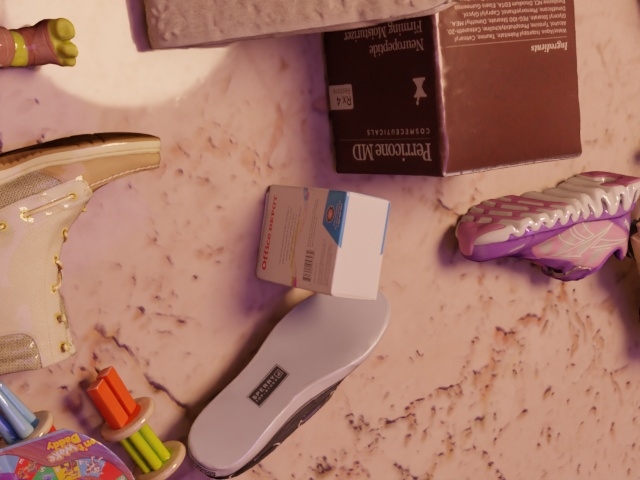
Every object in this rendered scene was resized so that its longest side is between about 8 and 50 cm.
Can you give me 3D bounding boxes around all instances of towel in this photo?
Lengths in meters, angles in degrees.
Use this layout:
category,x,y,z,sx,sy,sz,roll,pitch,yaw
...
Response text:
category,x,y,z,sx,sy,sz,roll,pitch,yaw
towel,-0.017,-0.259,0.861,0.049,0.282,0.187,-31,116,-71

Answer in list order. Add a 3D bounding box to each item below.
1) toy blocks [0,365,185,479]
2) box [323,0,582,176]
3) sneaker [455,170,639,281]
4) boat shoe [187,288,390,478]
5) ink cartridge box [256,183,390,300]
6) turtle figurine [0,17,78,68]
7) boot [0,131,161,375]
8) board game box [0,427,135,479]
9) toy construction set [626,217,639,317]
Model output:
category,x,y,z,sx,sy,sz,roll,pitch,yaw
toy blocks,-0.195,0.154,0.883,0.123,0.054,0.148,-41,114,-22
box,0.116,-0.168,0.981,0.167,0.168,0.203,-10,99,-32
sneaker,0.244,-0.001,1.128,0.236,0.095,0.105,-14,110,-31
boat shoe,-0.025,0.131,0.979,0.080,0.076,0.228,38,69,17
ink cartridge box,0.000,0.000,0.953,0.052,0.122,0.089,9,91,-36
turtle figurine,-0.287,-0.134,0.776,0.217,0.087,0.270,-27,93,-38
boot,-0.211,0.009,0.847,0.213,0.077,0.165,-19,104,-24
board game box,-0.223,0.223,0.840,0.168,0.033,0.133,-18,113,-2
toy construction set,0.452,0.014,1.220,0.215,0.151,0.328,-27,103,-8
